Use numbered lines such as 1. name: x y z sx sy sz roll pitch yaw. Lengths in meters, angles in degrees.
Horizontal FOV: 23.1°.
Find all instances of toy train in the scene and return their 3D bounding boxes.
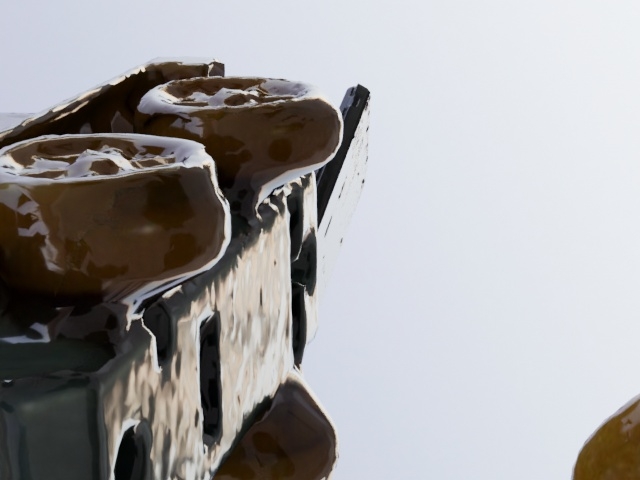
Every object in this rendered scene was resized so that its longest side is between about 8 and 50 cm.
1. toy train: -0.114 0.029 0.568 0.369 0.232 0.163 -49 -42 -70

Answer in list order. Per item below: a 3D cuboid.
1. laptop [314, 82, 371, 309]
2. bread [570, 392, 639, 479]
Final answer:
1. laptop: 0.000 0.000 1.217 0.154 0.026 0.207 87 -159 -59
2. bread: 0.187 0.117 0.417 0.245 0.174 0.121 58 -156 -2
